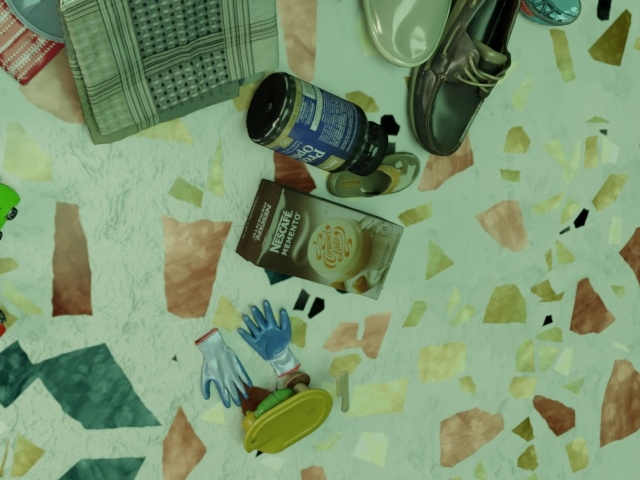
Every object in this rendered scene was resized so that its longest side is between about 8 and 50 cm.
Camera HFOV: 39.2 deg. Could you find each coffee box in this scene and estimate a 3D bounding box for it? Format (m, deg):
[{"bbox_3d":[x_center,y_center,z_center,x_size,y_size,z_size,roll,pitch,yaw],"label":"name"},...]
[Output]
[{"bbox_3d":[0.000,0.000,1.535,0.246,0.098,0.141,16,96,-28],"label":"coffee box"}]

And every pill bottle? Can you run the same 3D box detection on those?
[{"bbox_3d":[-0.001,-0.182,1.468,0.219,0.123,0.123,19,95,-32],"label":"pill bottle"}]

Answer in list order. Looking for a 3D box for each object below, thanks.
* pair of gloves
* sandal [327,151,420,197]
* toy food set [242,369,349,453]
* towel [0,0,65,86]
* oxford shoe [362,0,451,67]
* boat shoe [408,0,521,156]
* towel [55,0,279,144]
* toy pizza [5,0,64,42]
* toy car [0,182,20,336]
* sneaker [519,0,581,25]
[{"bbox_3d":[-0.129,0.203,1.574,0.198,0.023,0.159,-31,115,-16],"label":"pair of gloves"},{"bbox_3d":[0.100,-0.108,1.581,0.180,0.049,0.072,-12,109,-22],"label":"sandal"},{"bbox_3d":[-0.053,0.298,1.617,0.218,0.071,0.128,-28,138,-14],"label":"toy food set"},{"bbox_3d":[-0.452,-0.380,1.256,0.199,0.031,0.275,-49,120,-8],"label":"towel"},{"bbox_3d":[0.173,-0.507,1.456,0.169,0.130,0.449,7,101,-23],"label":"oxford shoe"},{"bbox_3d":[0.252,-0.317,1.549,0.132,0.130,0.355,9,100,-27],"label":"boat shoe"},{"bbox_3d":[-0.202,-0.279,1.283,0.312,0.056,0.324,-26,156,-17],"label":"towel"},{"bbox_3d":[-0.355,-0.381,1.272,0.201,0.032,0.201,-8,108,-26],"label":"toy pizza"},{"bbox_3d":[-0.520,0.014,1.310,0.239,0.053,0.225,40,78,-42],"label":"toy car"},{"bbox_3d":[0.385,-0.471,1.572,0.262,0.125,0.104,42,85,-28],"label":"sneaker"}]
